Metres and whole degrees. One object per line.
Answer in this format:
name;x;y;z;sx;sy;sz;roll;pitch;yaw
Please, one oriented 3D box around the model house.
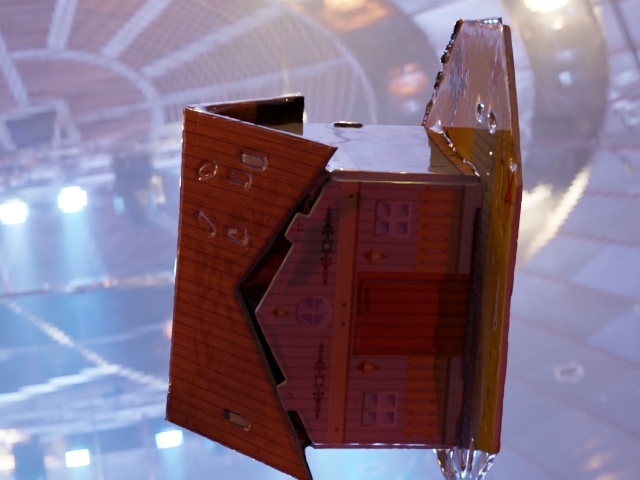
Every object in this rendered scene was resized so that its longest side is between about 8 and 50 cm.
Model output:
model house;0.000;0.000;0.727;0.135;0.207;0.219;1;-74;-6
